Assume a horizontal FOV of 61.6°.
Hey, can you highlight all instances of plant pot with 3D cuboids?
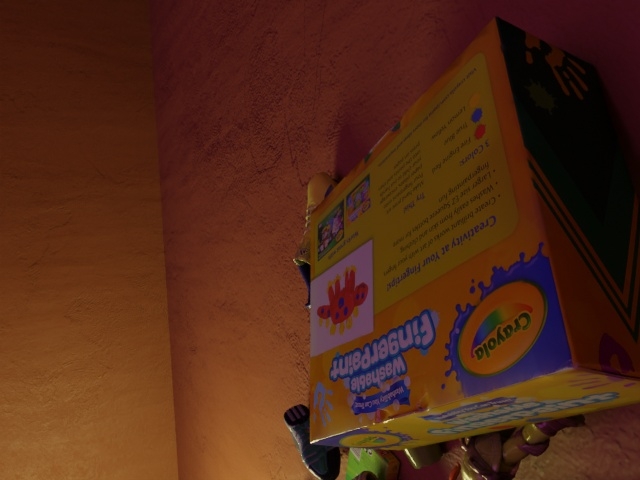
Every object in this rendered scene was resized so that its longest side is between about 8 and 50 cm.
[{"bbox_3d":[0.158,0.320,0.868,0.083,0.083,0.079,-44,68,55],"label":"plant pot"}]

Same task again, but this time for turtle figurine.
[{"bbox_3d":[0.221,0.262,0.678,0.269,0.087,0.217,-74,9,-73],"label":"turtle figurine"}]

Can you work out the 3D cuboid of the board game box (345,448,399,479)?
[{"bbox_3d":[0.089,0.504,1.046,0.124,0.039,0.259,33,119,57],"label":"board game box"}]

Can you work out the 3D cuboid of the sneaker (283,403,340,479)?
[{"bbox_3d":[-0.010,0.471,1.210,0.223,0.083,0.098,-134,28,-57],"label":"sneaker"}]

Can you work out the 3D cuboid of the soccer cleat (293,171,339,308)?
[{"bbox_3d":[0.001,0.000,1.073,0.093,0.121,0.289,-24,71,61],"label":"soccer cleat"}]

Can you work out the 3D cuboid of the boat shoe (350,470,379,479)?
[{"bbox_3d":[0.121,0.536,0.901,0.285,0.105,0.089,54,127,27],"label":"boat shoe"}]

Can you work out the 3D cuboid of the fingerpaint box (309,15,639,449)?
[{"bbox_3d":[0.150,0.039,0.664,0.445,0.163,0.371,-44,39,52],"label":"fingerpaint box"}]
